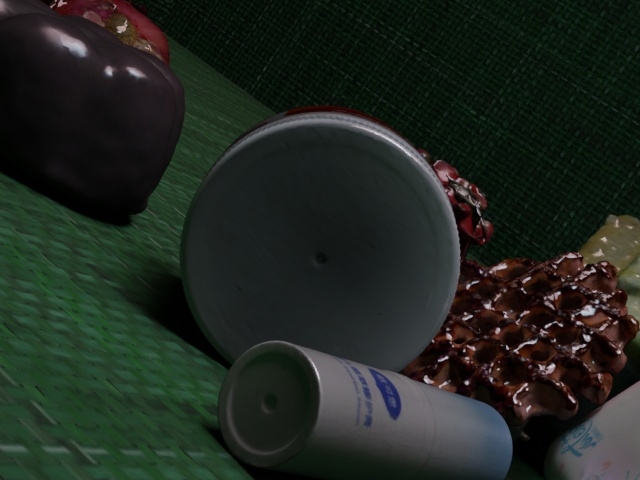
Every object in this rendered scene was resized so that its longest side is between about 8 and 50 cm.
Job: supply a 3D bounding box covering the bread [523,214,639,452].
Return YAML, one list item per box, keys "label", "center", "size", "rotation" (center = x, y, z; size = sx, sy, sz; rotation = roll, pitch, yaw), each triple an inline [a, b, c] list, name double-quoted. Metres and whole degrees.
- label: "bread"
  center: [0.329, 0.137, 1.290]
  size: [0.264, 0.239, 0.395]
  rotation: [-14, 30, -39]

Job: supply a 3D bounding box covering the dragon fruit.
- label: "dragon fruit"
  center: [0.059, -0.032, 1.505]
  size: [0.273, 0.198, 0.218]
  rotation: [35, 15, 15]

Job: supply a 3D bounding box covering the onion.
- label: "onion"
  center: [-0.265, -0.205, 1.498]
  size: [0.184, 0.147, 0.184]
  rotation: [15, 55, -22]

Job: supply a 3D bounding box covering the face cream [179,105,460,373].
- label: "face cream"
  center: [0.000, 0.000, 0.988]
  size: [0.201, 0.201, 0.187]
  rotation: [33, 7, -4]

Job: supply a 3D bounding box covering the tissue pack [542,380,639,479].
- label: "tissue pack"
  center: [0.292, 0.192, 0.978]
  size: [0.124, 0.201, 0.271]
  rotation: [58, 3, -8]

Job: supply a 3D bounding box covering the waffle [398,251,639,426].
- label: "waffle"
  center: [0.172, 0.085, 1.160]
  size: [0.221, 0.055, 0.234]
  rotation: [-4, 30, 10]

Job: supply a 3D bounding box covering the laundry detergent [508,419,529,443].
- label: "laundry detergent"
  center: [0.117, 0.126, 1.240]
  size: [0.206, 0.061, 0.097]
  rotation: [36, 10, 16]

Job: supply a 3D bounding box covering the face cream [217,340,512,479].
- label: "face cream"
  center: [0.038, 0.123, 0.841]
  size: [0.077, 0.077, 0.250]
  rotation: [39, 9, 35]

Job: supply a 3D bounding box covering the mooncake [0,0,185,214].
- label: "mooncake"
  center: [-0.232, -0.127, 1.125]
  size: [0.245, 0.133, 0.245]
  rotation: [26, 9, -4]
